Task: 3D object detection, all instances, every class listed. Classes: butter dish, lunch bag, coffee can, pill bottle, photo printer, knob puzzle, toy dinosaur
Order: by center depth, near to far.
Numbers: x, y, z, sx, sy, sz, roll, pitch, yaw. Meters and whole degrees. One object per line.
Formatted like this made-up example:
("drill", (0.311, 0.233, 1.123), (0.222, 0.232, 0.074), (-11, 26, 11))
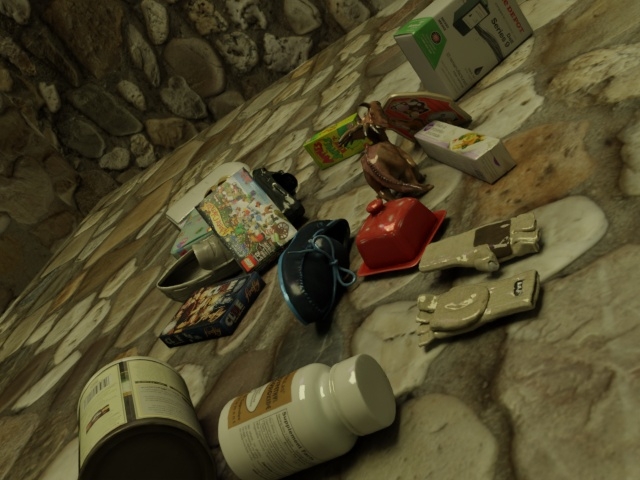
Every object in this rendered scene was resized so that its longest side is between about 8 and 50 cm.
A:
("pill bottle", (-0.018, 0.245, 0.999), (0.229, 0.131, 0.131), (-28, 23, 25))
("coffee can", (-0.291, 0.330, 1.170), (0.201, 0.202, 0.275), (-41, 21, -6))
("butter dish", (0.128, -0.026, 1.332), (0.159, 0.118, 0.160), (-13, 32, 47))
("toy dinosaur", (0.126, -0.169, 1.511), (0.127, 0.200, 0.296), (-34, 22, 12))
("knob puzzle", (0.221, -0.281, 1.638), (0.213, 0.213, 0.030), (-17, 60, 43))
("lunch bag", (-0.307, -0.036, 2.070), (0.224, 0.108, 0.279), (-29, 23, 25))
("photo printer", (-0.349, -0.139, 2.346), (0.307, 0.107, 0.256), (-42, 21, -9))

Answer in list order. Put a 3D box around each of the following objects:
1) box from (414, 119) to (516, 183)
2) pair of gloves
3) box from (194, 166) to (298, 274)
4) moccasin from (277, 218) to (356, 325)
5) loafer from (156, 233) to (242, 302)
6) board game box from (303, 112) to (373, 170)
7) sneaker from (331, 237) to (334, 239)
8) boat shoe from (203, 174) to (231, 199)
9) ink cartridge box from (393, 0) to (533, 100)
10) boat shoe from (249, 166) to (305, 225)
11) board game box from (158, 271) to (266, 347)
("box", (0.288, -0.189, 1.478), (0.063, 0.067, 0.324), (-38, 20, -1))
("pair of gloves", (0.241, 0.054, 1.097), (0.204, 0.042, 0.240), (-22, 28, 29))
("box", (-0.177, -0.044, 1.747), (0.159, 0.233, 0.044), (-40, -21, -3))
("moccasin", (-0.003, 0.032, 1.405), (0.116, 0.138, 0.342), (-27, 24, 17))
("loafer", (-0.273, 0.046, 1.811), (0.319, 0.111, 0.112), (-39, 62, 11))
("board game box", (0.051, -0.272, 1.991), (0.181, 0.092, 0.043), (-22, 27, 36))
("sneaker", (0.000, 0.000, 1.600), (0.083, 0.035, 0.031), (-10, 36, 51))
("boat shoe", (-0.285, -0.139, 2.029), (0.135, 0.050, 0.045), (-32, 23, 47))
("ink cartridge box", (0.367, -0.530, 1.840), (0.289, 0.211, 0.121), (-42, 21, -8))
("boat shoe", (-0.109, -0.129, 1.917), (0.113, 0.127, 0.340), (-35, 23, 6))
("board game box", (-0.254, 0.163, 1.669), (0.243, 0.042, 0.165), (-18, 29, 42))
